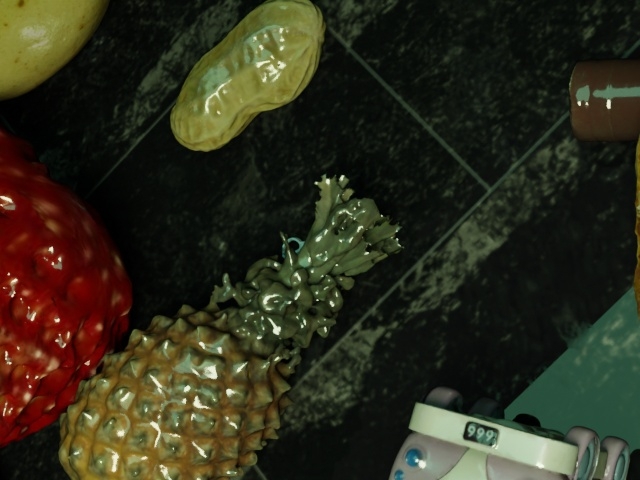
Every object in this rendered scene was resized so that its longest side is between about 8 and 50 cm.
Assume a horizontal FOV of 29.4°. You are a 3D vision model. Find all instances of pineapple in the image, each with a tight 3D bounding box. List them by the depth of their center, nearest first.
[{"bbox_3d":[-0.073,0.096,1.082,0.361,0.175,0.175,-46,60,9],"label":"pineapple"}]

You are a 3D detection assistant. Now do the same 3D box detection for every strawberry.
[{"bbox_3d":[-0.338,0.067,1.090,0.295,0.345,0.317,-6,115,14],"label":"strawberry"}]

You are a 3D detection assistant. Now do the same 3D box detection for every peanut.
[{"bbox_3d":[-0.070,-0.161,1.204,0.093,0.083,0.194,44,105,-6],"label":"peanut"}]

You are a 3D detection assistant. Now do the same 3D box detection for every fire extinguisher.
[{"bbox_3d":[0.322,-0.131,0.993,0.231,0.071,0.099,-1,89,28],"label":"fire extinguisher"}]

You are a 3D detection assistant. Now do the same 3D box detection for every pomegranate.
[{"bbox_3d":[-0.366,-0.307,1.280,0.319,0.319,0.319,-8,72,25],"label":"pomegranate"}]

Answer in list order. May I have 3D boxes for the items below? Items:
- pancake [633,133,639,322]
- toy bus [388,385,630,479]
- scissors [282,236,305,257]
[{"bbox_3d":[0.389,-0.022,0.882,0.356,0.065,0.356,-5,78,26],"label":"pancake"},{"bbox_3d":[0.143,0.198,0.919,0.142,0.202,0.142,14,85,30],"label":"toy bus"},{"bbox_3d":[0.000,0.000,1.163,0.083,0.006,0.036,-29,63,17],"label":"scissors"}]
